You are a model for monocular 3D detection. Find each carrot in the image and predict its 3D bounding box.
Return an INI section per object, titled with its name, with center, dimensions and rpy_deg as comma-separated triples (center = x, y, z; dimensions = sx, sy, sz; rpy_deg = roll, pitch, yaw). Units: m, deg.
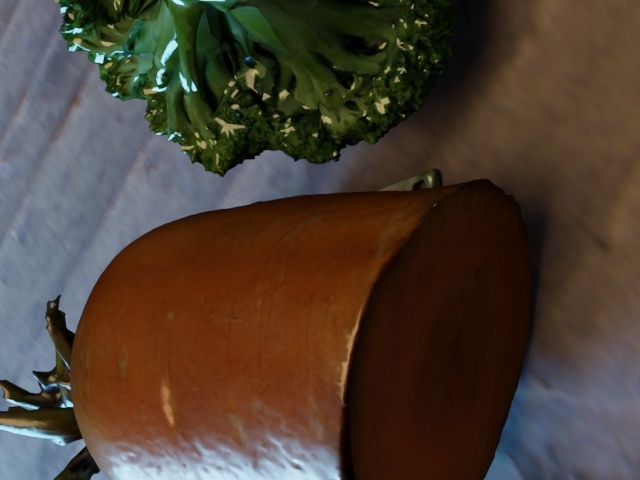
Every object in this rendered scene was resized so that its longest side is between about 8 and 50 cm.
[carrot]
center = -0.029, 0.079, 1.061
dimensions = 0.331, 0.193, 0.214
rpy_deg = -4, 117, 40

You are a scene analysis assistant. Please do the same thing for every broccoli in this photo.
[broccoli]
center = -0.040, -0.169, 1.022
dimensions = 0.269, 0.241, 0.261
rpy_deg = 41, 107, -1

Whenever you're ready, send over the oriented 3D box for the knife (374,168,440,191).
[knife]
center = 0.000, 0.000, 1.147
dimensions = 0.207, 0.014, 0.030
rpy_deg = -27, 78, 42
